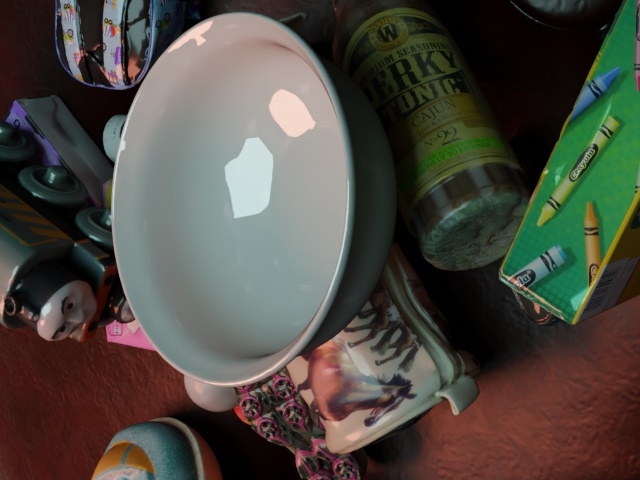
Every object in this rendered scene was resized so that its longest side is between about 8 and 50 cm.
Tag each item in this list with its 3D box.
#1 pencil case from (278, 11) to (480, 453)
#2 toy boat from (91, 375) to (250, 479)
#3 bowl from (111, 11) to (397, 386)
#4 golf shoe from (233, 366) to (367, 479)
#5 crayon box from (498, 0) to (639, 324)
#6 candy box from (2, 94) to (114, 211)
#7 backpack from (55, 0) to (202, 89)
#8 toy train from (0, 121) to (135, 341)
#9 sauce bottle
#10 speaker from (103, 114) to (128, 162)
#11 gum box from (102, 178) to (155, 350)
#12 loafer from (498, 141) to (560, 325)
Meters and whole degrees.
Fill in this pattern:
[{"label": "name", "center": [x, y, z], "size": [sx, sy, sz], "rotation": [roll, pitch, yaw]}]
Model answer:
[{"label": "pencil case", "center": [0.000, 0.000, 1.332], "size": [0.410, 0.160, 0.183], "rotation": [62, 145, 10]}, {"label": "toy boat", "center": [-0.151, 0.244, 1.469], "size": [0.318, 0.148, 0.267], "rotation": [-49, 33, 18]}, {"label": "bowl", "center": [-0.035, -0.031, 1.165], "size": [0.298, 0.134, 0.298], "rotation": [-3, 86, 45]}, {"label": "golf shoe", "center": [-0.022, 0.170, 1.397], "size": [0.067, 0.086, 0.186], "rotation": [-31, 104, 20]}, {"label": "crayon box", "center": [0.262, -0.080, 1.120], "size": [0.081, 0.165, 0.278], "rotation": [34, 117, 26]}, {"label": "candy box", "center": [-0.323, -0.038, 1.619], "size": [0.165, 0.070, 0.196], "rotation": [50, 123, 17]}, {"label": "backpack", "center": [-0.200, -0.246, 1.458], "size": [0.158, 0.117, 0.173], "rotation": [11, 105, 34]}, {"label": "toy train", "center": [-0.332, -0.009, 1.468], "size": [0.334, 0.190, 0.142], "rotation": [36, 118, 23]}, {"label": "sauce bottle", "center": [0.075, -0.137, 1.237], "size": [0.111, 0.111, 0.344], "rotation": [-47, 53, 33]}, {"label": "speaker", "center": [-0.165, -0.106, 1.500], "size": [0.136, 0.055, 0.055], "rotation": [5, 102, 36]}, {"label": "gum box", "center": [-0.175, 0.021, 1.526], "size": [0.107, 0.062, 0.188], "rotation": [8, 104, 35]}, {"label": "loafer", "center": [0.174, -0.002, 1.264], "size": [0.062, 0.061, 0.170], "rotation": [-20, 87, 38]}]
